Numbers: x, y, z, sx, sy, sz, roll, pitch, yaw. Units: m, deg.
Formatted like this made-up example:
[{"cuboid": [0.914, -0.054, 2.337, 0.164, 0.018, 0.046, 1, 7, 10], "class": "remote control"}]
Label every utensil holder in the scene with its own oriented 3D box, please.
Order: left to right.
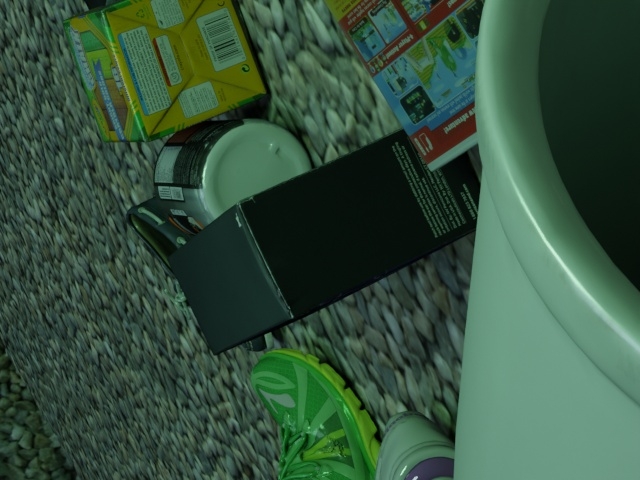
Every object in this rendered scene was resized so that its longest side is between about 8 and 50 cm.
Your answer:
[{"cuboid": [0.214, 0.053, 0.776, 0.328, 0.327, 0.385, 56, 161, 30], "class": "utensil holder"}]

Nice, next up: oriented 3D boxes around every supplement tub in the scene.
[{"cuboid": [-0.090, -0.058, 1.781, 0.190, 0.117, 0.117, 7, 119, 69], "class": "supplement tub"}]

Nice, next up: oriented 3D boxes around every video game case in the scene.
[{"cuboid": [0.050, -0.198, 1.288, 0.285, 0.025, 0.204, 58, 155, 0], "class": "video game case"}]

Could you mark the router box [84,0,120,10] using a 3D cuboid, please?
[{"cuboid": [-0.219, -0.382, 1.807, 0.243, 0.081, 0.309, 62, 161, 12], "class": "router box"}]

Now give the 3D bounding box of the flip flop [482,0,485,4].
[{"cuboid": [0.140, -0.145, 1.110, 0.277, 0.080, 0.112, 67, 161, 0], "class": "flip flop"}]

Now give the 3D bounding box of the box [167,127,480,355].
[{"cuboid": [0.000, 0.000, 1.499, 0.103, 0.184, 0.261, 67, 162, 2], "class": "box"}]

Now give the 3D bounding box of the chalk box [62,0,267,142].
[{"cuboid": [-0.162, -0.176, 1.812, 0.213, 0.132, 0.132, 4, 115, 69], "class": "chalk box"}]

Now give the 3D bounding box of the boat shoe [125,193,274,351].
[{"cuboid": [-0.134, 0.036, 2.065, 0.254, 0.079, 0.095, 55, 157, 32], "class": "boat shoe"}]

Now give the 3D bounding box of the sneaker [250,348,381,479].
[{"cuboid": [0.000, 0.226, 1.853, 0.295, 0.123, 0.109, 55, 158, 32], "class": "sneaker"}]

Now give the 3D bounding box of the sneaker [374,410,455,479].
[{"cuboid": [0.116, 0.291, 1.682, 0.152, 0.114, 0.305, -120, 19, -64], "class": "sneaker"}]
